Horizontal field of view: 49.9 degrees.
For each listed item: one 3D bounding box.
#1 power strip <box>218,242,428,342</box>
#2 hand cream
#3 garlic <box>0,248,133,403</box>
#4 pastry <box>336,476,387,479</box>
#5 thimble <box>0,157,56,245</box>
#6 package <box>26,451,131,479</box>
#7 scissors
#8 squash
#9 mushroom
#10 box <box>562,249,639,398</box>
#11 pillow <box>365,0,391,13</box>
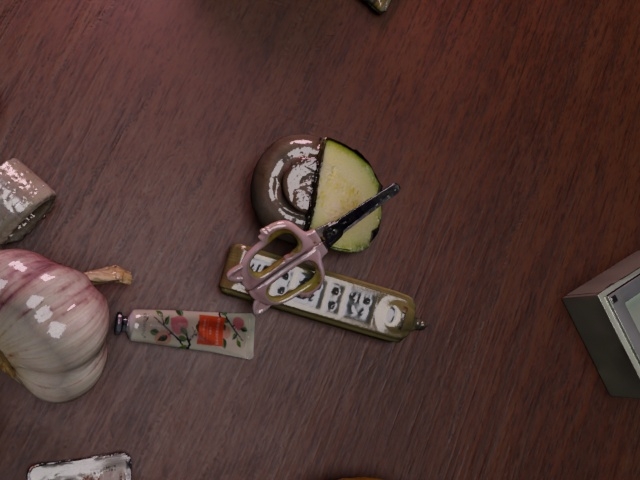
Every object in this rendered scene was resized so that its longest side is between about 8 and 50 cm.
[{"bbox_3d":[0.017,0.101,1.209,0.387,0.066,0.092,17,80,-14],"label":"power strip"},{"bbox_3d":[-0.221,0.150,1.142,0.233,0.050,0.080,8,74,-22],"label":"hand cream"},{"bbox_3d":[-0.381,0.098,1.021,0.245,0.245,0.253,54,47,-4],"label":"garlic"},{"bbox_3d":[0.072,0.559,1.109,0.355,0.164,0.356,2,80,-14],"label":"pastry"},{"bbox_3d":[-0.478,-0.058,1.061,0.090,0.102,0.115,44,102,-7],"label":"thimble"},{"bbox_3d":[-0.363,0.456,1.057,0.154,0.030,0.239,-4,82,-20],"label":"package"},{"bbox_3d":[0.000,0.000,1.128,0.317,0.024,0.160,-34,122,-3],"label":"scissors"},{"bbox_3d":[0.028,-0.066,1.241,0.184,0.085,0.192,26,69,-44],"label":"squash"},{"bbox_3d":[-0.061,-0.090,1.177,0.117,0.141,0.188,6,86,3],"label":"mushroom"},{"bbox_3d":[0.645,0.158,1.366,0.225,0.117,0.225,-27,90,-19],"label":"box"},{"bbox_3d":[0.090,-0.580,1.336,0.212,0.052,0.208,34,78,-9],"label":"pillow"}]
